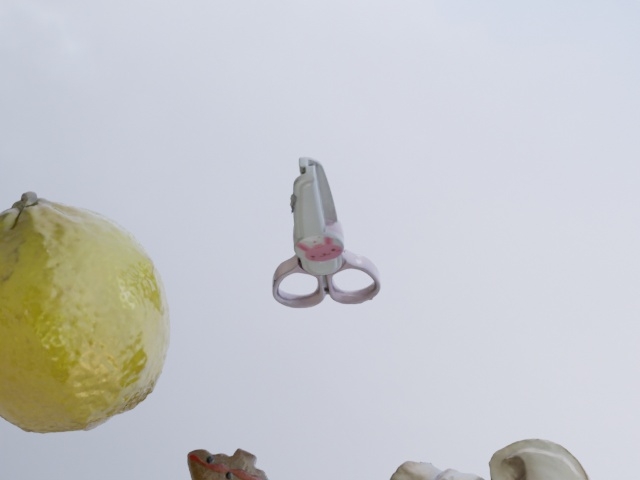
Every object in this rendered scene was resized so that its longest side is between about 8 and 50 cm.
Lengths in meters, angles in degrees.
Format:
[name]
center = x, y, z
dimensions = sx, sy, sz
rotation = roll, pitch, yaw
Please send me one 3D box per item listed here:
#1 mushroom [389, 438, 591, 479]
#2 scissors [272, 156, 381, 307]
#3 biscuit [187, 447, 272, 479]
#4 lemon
[mushroom]
center = 0.153, 0.321, 0.887
dimensions = 0.195, 0.253, 0.189
rotation = 18, -54, 52
[scissors]
center = 0.000, 0.000, 0.922
dimensions = 0.242, 0.118, 0.030
rotation = 83, 4, -55
[biscuit]
center = -0.108, 0.292, 1.009
dimensions = 0.119, 0.130, 0.019
rotation = 21, -23, 7
[lemon]
center = -0.234, 0.068, 0.829
dimensions = 0.192, 0.192, 0.231
rotation = 10, -64, 53
